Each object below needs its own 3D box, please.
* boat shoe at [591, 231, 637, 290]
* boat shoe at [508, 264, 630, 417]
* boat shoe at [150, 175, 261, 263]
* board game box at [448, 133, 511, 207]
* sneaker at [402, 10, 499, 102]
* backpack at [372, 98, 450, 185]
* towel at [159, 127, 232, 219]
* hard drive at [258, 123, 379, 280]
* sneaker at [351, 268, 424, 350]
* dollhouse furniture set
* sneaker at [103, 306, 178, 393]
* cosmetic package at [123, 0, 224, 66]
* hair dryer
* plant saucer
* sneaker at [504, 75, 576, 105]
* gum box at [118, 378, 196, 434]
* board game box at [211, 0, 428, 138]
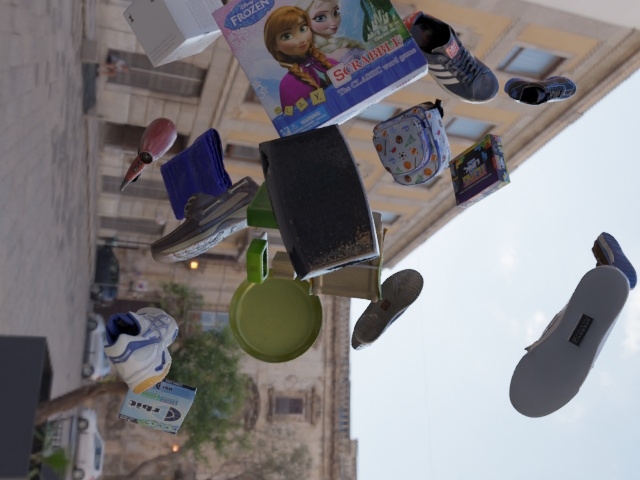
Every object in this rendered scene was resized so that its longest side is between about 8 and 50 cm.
[{"bbox_3d":[0.706,0.064,1.520,0.183,0.066,0.066,-85,-164,-48],"label":"boat shoe"},{"bbox_3d":[0.537,0.214,1.355,0.136,0.156,0.367,31,-78,26],"label":"boat shoe"},{"bbox_3d":[-0.301,-0.058,1.674,0.130,0.355,0.132,57,-25,8],"label":"boat shoe"},{"bbox_3d":[0.428,-0.186,1.708,0.170,0.048,0.141,-38,-128,54],"label":"board game box"},{"bbox_3d":[0.367,-0.511,1.759,0.131,0.350,0.148,-58,-173,-3],"label":"sneaker"},{"bbox_3d":[0.332,-0.332,2.242,0.276,0.213,0.263,-18,-76,45],"label":"backpack"},{"bbox_3d":[-0.432,-0.218,2.135,0.308,0.076,0.228,-25,-104,42],"label":"towel"},{"bbox_3d":[0.002,-0.073,1.102,0.054,0.172,0.255,147,-73,-77],"label":"hard drive"},{"bbox_3d":[0.145,0.157,1.453,0.222,0.083,0.118,-43,171,-20],"label":"sneaker"},{"bbox_3d":[0.000,0.000,1.383,0.151,0.301,0.198,-65,159,-60],"label":"dollhouse furniture set"},{"bbox_3d":[-0.371,0.183,1.287,0.131,0.112,0.296,56,-3,-21],"label":"sneaker"},{"bbox_3d":[-0.349,-0.547,1.554,0.151,0.183,0.151,-22,-77,42],"label":"cosmetic package"},{"bbox_3d":[-0.455,-0.224,1.680,0.224,0.080,0.293,-66,-165,-7],"label":"hair dryer"},{"bbox_3d":[-0.115,0.192,1.604,0.037,0.241,0.241,134,-41,-74],"label":"plant saucer"},{"bbox_3d":[0.674,-0.443,1.892,0.090,0.232,0.081,-107,-164,-52],"label":"sneaker"},{"bbox_3d":[-0.415,0.412,1.589,0.041,0.157,0.184,-83,-161,-46],"label":"gum box"},{"bbox_3d":[-0.004,-0.390,1.243,0.318,0.318,0.066,60,3,8],"label":"board game box"}]
